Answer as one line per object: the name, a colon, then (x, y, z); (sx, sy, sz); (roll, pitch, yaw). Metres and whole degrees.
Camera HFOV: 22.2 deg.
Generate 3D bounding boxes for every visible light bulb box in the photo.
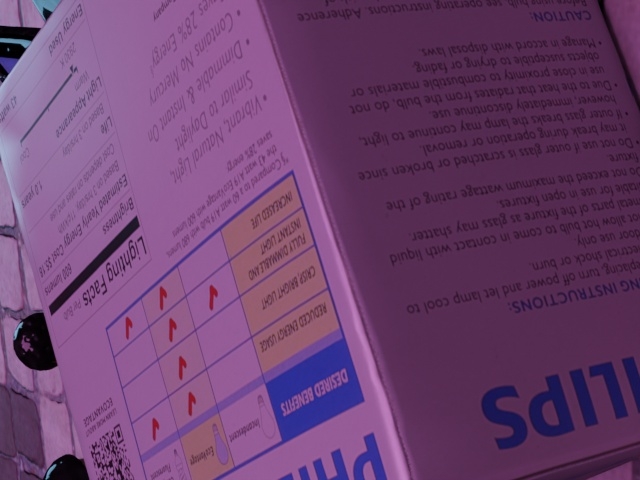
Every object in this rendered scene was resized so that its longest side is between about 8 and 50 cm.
light bulb box: (0.000, 0.000, 0.943); (0.358, 0.225, 0.361); (-37, 67, 55)

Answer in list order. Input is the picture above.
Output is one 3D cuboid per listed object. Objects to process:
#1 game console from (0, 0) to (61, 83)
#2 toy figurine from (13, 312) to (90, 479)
game console: (-0.185, -0.113, 1.314); (0.361, 0.044, 0.213); (15, 139, 59)
toy figurine: (-0.152, 0.105, 1.299); (0.213, 0.148, 0.209); (-48, 58, 53)
